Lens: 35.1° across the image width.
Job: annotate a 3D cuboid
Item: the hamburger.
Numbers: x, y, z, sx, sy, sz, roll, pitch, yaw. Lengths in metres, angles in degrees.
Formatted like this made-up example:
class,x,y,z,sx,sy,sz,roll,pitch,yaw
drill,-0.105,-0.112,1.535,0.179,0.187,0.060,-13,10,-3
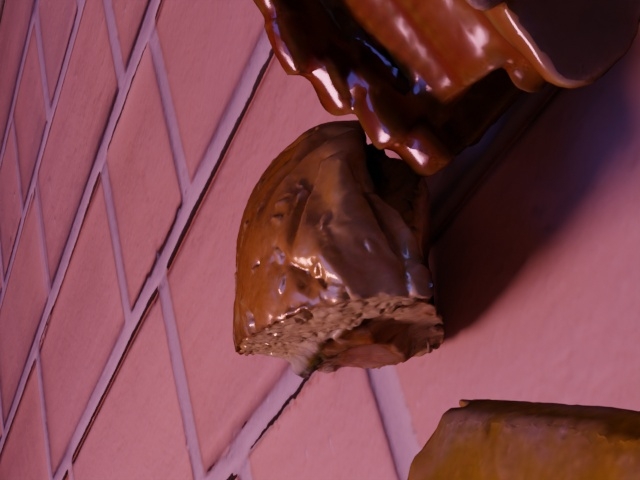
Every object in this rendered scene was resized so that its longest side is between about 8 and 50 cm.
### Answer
class,x,y,z,sx,sy,sz,roll,pitch,yaw
hamburger,0.000,0.000,0.586,0.208,0.135,0.155,48,-147,-81

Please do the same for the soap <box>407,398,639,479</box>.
class,x,y,z,sx,sy,sz,roll,pitch,yaw
soap,0.133,0.207,0.300,0.335,0.156,0.294,-8,55,62

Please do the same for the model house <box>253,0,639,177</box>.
class,x,y,z,sx,sy,sz,roll,pitch,yaw
model house,0.056,-0.159,0.542,0.199,0.219,0.229,47,155,-4
